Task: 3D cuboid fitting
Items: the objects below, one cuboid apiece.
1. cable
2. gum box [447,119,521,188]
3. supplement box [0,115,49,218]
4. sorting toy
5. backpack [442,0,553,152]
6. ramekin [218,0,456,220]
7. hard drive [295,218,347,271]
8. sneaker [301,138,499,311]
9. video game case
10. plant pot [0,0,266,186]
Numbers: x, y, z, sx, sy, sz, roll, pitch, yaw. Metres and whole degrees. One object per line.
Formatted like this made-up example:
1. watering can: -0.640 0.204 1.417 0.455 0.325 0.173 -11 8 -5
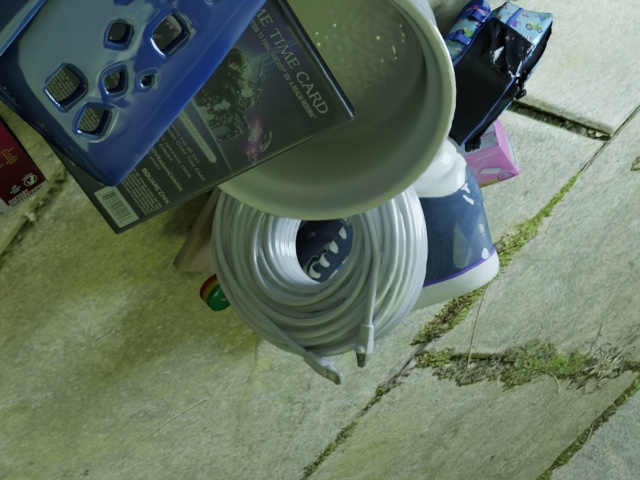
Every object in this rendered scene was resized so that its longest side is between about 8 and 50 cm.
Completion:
1. cable: 0.000 0.000 1.631 0.089 0.257 0.257 4 111 -58
2. gum box: 0.150 -0.097 1.897 0.188 0.062 0.107 -20 156 15
3. supplement box: -0.358 -0.093 1.352 0.130 0.073 0.239 -36 151 -5
4. sorting toy: -0.104 -0.035 1.758 0.132 0.046 0.275 2 126 -51
5. backpack: 0.199 -0.220 1.774 0.173 0.117 0.158 -55 -179 -35
6. ramekin: -0.007 -0.171 1.461 0.277 0.135 0.277 1 122 2
7. hard drive: -0.020 0.037 1.963 0.172 0.054 0.254 -42 151 5
8. sneaker: 0.043 -0.020 1.819 0.322 0.236 0.130 -18 -164 17
9. video game case: -0.134 -0.137 1.395 0.274 0.026 0.196 -25 117 17
10. plant pot: -0.209 -0.221 1.152 0.236 0.236 0.212 -52 144 0
